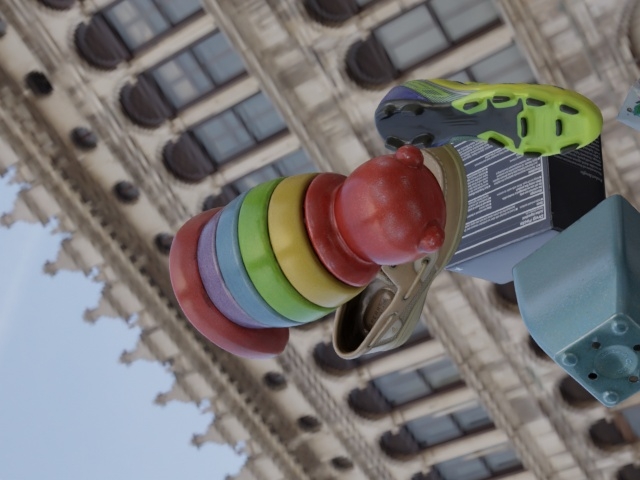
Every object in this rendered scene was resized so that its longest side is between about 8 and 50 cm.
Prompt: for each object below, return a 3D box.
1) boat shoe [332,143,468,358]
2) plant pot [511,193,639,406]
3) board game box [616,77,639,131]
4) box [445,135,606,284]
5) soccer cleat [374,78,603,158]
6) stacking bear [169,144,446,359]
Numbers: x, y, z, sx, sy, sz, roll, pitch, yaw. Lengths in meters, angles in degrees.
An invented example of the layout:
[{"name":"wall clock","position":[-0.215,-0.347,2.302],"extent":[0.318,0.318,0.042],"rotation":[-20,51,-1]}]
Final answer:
[{"name":"boat shoe","position":[0.103,0.020,1.454],"extent":[0.121,0.341,0.110],"rotation":[33,-148,31]},{"name":"plant pot","position":[0.489,0.127,1.794],"extent":[0.247,0.248,0.252],"rotation":[41,-149,-15]},{"name":"board game box","position":[0.806,-0.266,2.214],"extent":[0.303,0.098,0.224],"rotation":[32,-133,18]},{"name":"box","position":[0.399,-0.097,2.123],"extent":[0.182,0.296,0.294],"rotation":[16,-115,-33]},{"name":"soccer cleat","position":[0.202,-0.161,1.280],"extent":[0.121,0.289,0.093],"rotation":[-50,-47,-43]},{"name":"stacking bear","position":[0.000,0.000,1.087],"extent":[0.164,0.289,0.176],"rotation":[9,-116,-51]}]
